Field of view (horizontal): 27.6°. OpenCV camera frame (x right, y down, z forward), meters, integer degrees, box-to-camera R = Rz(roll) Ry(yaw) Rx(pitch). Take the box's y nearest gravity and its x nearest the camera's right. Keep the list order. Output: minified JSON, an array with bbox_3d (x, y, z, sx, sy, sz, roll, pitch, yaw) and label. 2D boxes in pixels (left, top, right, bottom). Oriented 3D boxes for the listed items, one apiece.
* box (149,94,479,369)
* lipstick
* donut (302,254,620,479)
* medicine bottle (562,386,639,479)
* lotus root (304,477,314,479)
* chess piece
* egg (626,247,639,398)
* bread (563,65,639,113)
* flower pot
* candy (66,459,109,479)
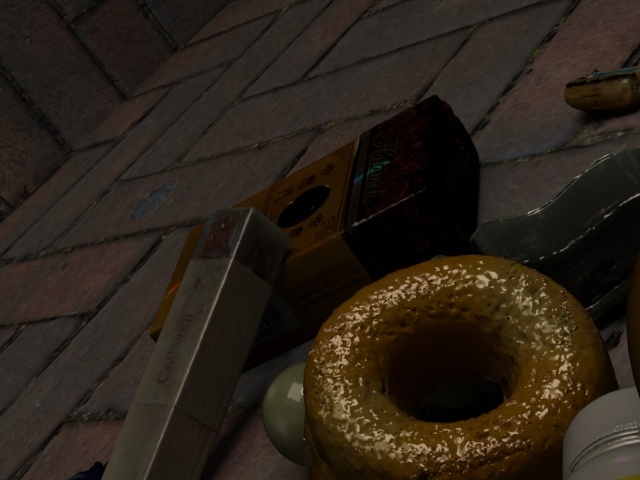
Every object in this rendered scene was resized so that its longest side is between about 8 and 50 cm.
[{"bbox_3d":[0.001,0.000,1.650,0.415,0.116,0.264,-28,22,23],"label":"box"},{"bbox_3d":[-0.140,0.141,1.456,0.076,0.080,0.371,-1,59,41],"label":"lipstick"},{"bbox_3d":[0.111,0.124,1.075,0.277,0.108,0.277,-7,51,9],"label":"donut"},{"bbox_3d":[0.217,0.219,0.836,0.143,0.143,0.258,-27,22,23],"label":"medicine bottle"},{"bbox_3d":[0.011,0.265,1.126,0.135,0.095,0.159,-3,44,49],"label":"lotus root"},{"bbox_3d":[0.051,0.138,1.282,0.251,0.144,0.144,-33,21,23],"label":"chess piece"},{"bbox_3d":[0.334,0.076,0.727,0.282,0.282,0.351,-40,48,-9],"label":"egg"},{"bbox_3d":[0.352,-0.183,1.589,0.072,0.053,0.106,-23,12,-40],"label":"bread"},{"bbox_3d":[0.263,0.000,1.248,0.229,0.103,0.108,-28,24,5],"label":"flower pot"},{"bbox_3d":[-0.330,0.352,1.495,0.275,0.070,0.145,-47,15,-20],"label":"candy"}]
